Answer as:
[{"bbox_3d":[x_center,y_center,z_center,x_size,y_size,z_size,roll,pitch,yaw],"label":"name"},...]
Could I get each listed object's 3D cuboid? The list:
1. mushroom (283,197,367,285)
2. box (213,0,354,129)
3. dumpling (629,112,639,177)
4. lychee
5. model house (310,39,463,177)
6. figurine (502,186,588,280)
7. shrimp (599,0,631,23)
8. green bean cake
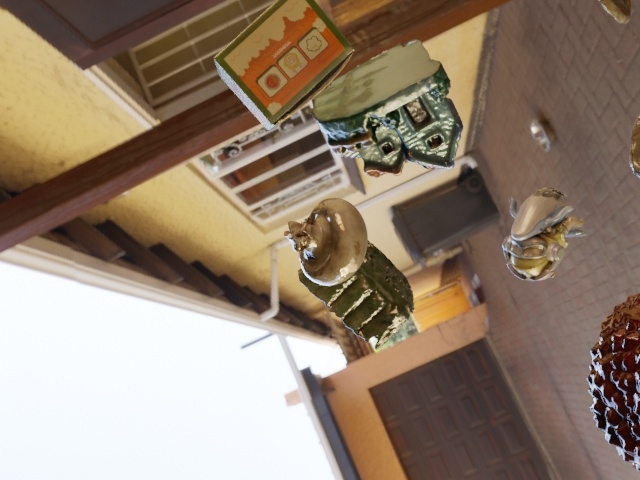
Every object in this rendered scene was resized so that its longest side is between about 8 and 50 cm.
[{"bbox_3d":[0.000,0.000,0.558,0.079,0.085,0.085,6,-132,-36],"label":"mushroom"},{"bbox_3d":[-0.062,-0.293,0.979,0.148,0.177,0.195,47,180,-12],"label":"box"},{"bbox_3d":[0.811,-0.211,1.259,0.163,0.292,0.205,54,-159,-51],"label":"dumpling"},{"bbox_3d":[0.792,0.276,1.223,0.424,0.424,0.500,-95,24,-77],"label":"lychee"},{"bbox_3d":[0.183,-0.240,1.354,0.329,0.294,0.252,53,-163,-35],"label":"model house"},{"bbox_3d":[0.436,-0.012,1.148,0.128,0.208,0.184,15,99,47],"label":"figurine"},{"bbox_3d":[0.440,-0.437,0.932,0.147,0.035,0.195,-8,-103,-40],"label":"shrimp"},{"bbox_3d":[0.067,0.068,0.957,0.181,0.094,0.173,43,-165,3],"label":"green bean cake"}]
